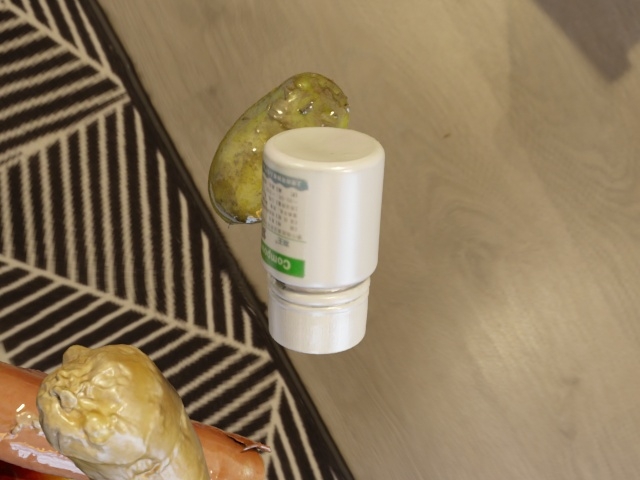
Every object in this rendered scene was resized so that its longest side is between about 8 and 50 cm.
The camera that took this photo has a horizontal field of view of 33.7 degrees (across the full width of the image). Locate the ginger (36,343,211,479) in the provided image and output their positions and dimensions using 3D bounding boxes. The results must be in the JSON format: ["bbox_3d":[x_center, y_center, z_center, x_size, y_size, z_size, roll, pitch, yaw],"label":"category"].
[{"bbox_3d":[-0.104,0.126,0.609,0.069,0.095,0.190,-11,133,10],"label":"ginger"}]

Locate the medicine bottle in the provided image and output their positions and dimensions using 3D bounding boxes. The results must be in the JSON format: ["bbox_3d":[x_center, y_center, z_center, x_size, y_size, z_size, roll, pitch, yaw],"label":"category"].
[{"bbox_3d":[0.000,0.000,1.196,0.139,0.139,0.237,-1,117,-6],"label":"medicine bottle"}]

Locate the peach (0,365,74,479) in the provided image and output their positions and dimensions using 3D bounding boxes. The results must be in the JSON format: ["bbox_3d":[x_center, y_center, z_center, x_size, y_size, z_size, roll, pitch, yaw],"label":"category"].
[{"bbox_3d":[-0.367,0.297,1.139,0.406,0.310,0.335,12,65,12],"label":"peach"}]

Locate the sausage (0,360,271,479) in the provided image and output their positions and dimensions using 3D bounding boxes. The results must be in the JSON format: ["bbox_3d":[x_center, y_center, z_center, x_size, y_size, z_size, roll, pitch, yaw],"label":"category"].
[{"bbox_3d":[-0.249,0.180,1.016,0.419,0.094,0.094,21,53,-16],"label":"sausage"}]

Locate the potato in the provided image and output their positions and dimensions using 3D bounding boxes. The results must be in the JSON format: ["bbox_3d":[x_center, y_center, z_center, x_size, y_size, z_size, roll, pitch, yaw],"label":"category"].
[{"bbox_3d":[-0.059,-0.121,1.450,0.149,0.113,0.251,36,96,15],"label":"potato"}]
